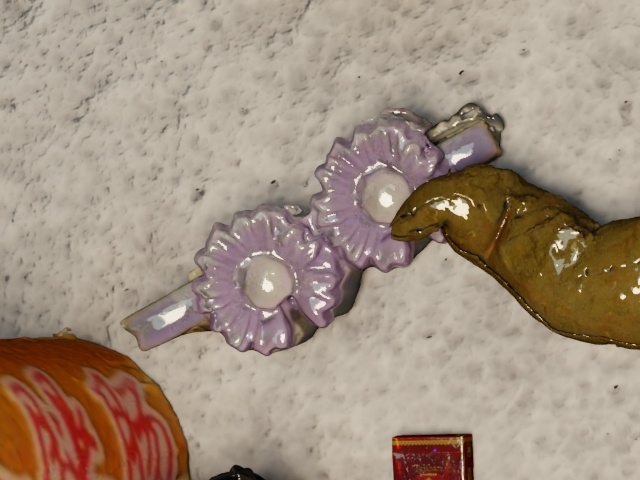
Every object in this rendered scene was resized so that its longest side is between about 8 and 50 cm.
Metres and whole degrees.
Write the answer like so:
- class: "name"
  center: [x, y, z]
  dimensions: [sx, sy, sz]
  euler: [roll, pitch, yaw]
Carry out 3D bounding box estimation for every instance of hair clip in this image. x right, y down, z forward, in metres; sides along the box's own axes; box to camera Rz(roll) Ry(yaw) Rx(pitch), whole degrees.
- class: "hair clip"
  center: [0.000, 0.000, 1.327]
  dimensions: [0.292, 0.084, 0.106]
  euler: [-33, 94, 12]

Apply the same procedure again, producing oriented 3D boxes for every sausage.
- class: "sausage"
  center: [-0.243, 0.177, 1.295]
  dimensions: [0.233, 0.287, 0.233]
  euler: [-1, 88, 22]

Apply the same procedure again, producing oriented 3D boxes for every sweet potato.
- class: "sweet potato"
  center: [0.198, 0.007, 1.233]
  dimensions: [0.310, 0.098, 0.124]
  euler: [-3, 84, 16]

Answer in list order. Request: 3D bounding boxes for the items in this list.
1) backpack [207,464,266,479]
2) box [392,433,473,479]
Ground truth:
- class: "backpack"
  center: [-0.061, 0.206, 1.284]
  dimensions: [0.120, 0.165, 0.105]
  euler: [-23, 73, 14]
- class: "box"
  center: [0.076, 0.170, 1.309]
  dimensions: [0.052, 0.023, 0.082]
  euler: [-4, 86, 21]
